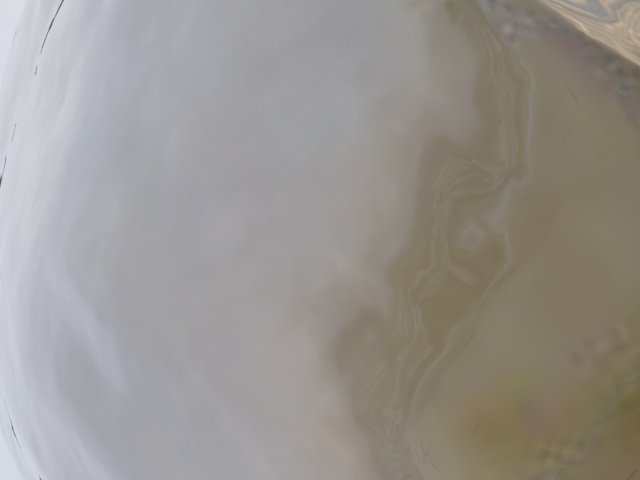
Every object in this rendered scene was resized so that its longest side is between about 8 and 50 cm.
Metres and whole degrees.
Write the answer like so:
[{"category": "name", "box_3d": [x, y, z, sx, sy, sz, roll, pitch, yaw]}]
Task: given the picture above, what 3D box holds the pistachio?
[{"category": "pistachio", "box_3d": [0.000, 0.000, 0.432, 0.166, 0.288, 0.197, -37, -66, -19]}]
